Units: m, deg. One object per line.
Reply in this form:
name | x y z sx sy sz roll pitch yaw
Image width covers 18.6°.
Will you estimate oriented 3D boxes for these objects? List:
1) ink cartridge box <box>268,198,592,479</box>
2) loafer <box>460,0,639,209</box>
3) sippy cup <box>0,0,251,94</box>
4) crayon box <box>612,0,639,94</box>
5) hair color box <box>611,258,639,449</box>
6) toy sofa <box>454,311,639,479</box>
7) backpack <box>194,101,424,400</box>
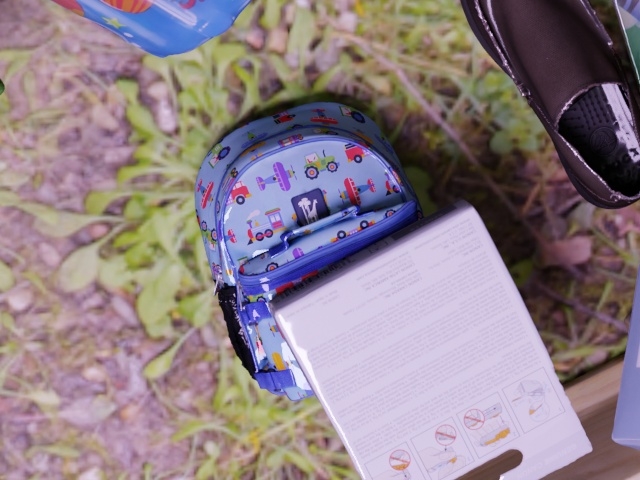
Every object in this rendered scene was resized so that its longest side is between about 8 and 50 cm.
ink cartridge box | 0.071 0.084 1.239 0.145 0.045 0.179 -28 103 -3
loafer | 0.170 -0.117 1.316 0.080 0.078 0.220 -35 103 0
sippy cup | -0.128 -0.237 1.191 0.224 0.240 0.305 36 133 -23
crayon box | 0.382 -0.137 1.339 0.323 0.083 0.203 -19 103 -3
hair color box | 0.369 0.081 1.268 0.374 0.113 0.185 18 77 -35
toy sofa | 0.119 0.212 1.336 0.362 0.150 0.177 -26 106 -2
backpack | 0.000 0.000 1.297 0.158 0.117 0.173 -18 100 -5
